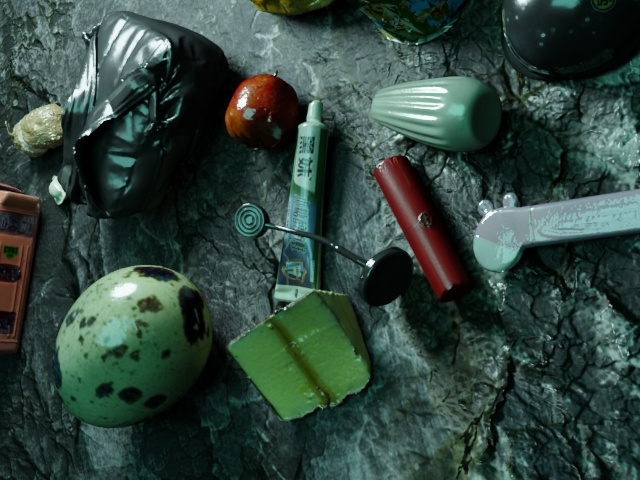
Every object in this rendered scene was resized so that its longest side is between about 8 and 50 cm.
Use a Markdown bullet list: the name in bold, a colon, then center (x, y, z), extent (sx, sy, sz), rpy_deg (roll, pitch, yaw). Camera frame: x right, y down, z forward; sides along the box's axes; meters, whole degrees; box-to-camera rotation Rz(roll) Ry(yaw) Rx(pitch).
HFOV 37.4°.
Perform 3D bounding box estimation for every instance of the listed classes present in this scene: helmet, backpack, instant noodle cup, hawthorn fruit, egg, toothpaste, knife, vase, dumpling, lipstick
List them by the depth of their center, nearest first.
- **knife**: center (0.425, -0.032, 1.492), extent (0.399, 0.038, 0.132), rpy_deg (-10, 78, 34)
- **helmet**: center (0.387, -0.381, 1.506), extent (0.279, 0.160, 0.230), rpy_deg (-14, 75, 33)
- **vase**: center (0.193, -0.226, 1.651), extent (0.248, 0.128, 0.128), rpy_deg (15, 91, 47)
- **lipstick**: center (0.176, -0.025, 1.654), extent (0.073, 0.073, 0.279), rpy_deg (-38, 62, 26)
- **instant noodle cup**: center (0.139, -0.487, 1.695), extent (0.240, 0.178, 0.240), rpy_deg (-8, 77, 35)
- **toothpaste**: center (-0.029, -0.074, 1.819), extent (0.099, 0.061, 0.392), rpy_deg (5, 88, 29)
- **hawthorn fruit**: center (-0.110, -0.262, 1.868), extent (0.148, 0.148, 0.172), rpy_deg (2, 76, 37)
- **egg**: center (-0.381, 0.215, 1.887), extent (0.379, 0.287, 0.287), rpy_deg (-42, 60, 17)
- **backpack**: center (-0.407, -0.258, 2.022), extent (0.363, 0.255, 0.445), rpy_deg (28, 102, 43)
- **dumpling**: center (-0.635, -0.117, 2.291), extent (0.077, 0.043, 0.059), rpy_deg (38, 122, 19)

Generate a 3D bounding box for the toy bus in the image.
- **toy bus**: center (-0.830, 0.062, 2.307), extent (0.233, 0.203, 0.427), rpy_deg (6, 87, 33)

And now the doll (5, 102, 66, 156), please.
- **doll**: center (-0.661, -0.272, 2.302), extent (0.221, 0.115, 0.105), rpy_deg (-13, 65, 28)

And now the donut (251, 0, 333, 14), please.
- **donut**: center (-0.044, -0.590, 1.857), extent (0.330, 0.160, 0.330), rpy_deg (-11, 71, 35)

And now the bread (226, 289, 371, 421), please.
- **bread**: center (-0.033, 0.222, 1.724), extent (0.240, 0.135, 0.178), rpy_deg (-33, 64, 25)

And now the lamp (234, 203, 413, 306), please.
- **lamp**: center (-0.015, 0.004, 1.720), extent (0.371, 0.108, 0.130), rpy_deg (28, 106, 23)
